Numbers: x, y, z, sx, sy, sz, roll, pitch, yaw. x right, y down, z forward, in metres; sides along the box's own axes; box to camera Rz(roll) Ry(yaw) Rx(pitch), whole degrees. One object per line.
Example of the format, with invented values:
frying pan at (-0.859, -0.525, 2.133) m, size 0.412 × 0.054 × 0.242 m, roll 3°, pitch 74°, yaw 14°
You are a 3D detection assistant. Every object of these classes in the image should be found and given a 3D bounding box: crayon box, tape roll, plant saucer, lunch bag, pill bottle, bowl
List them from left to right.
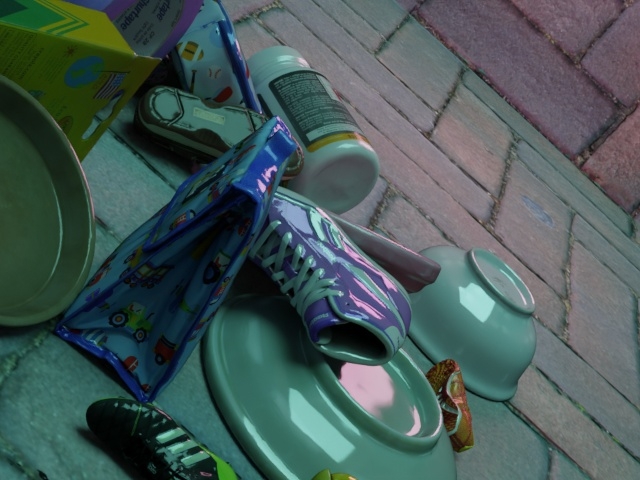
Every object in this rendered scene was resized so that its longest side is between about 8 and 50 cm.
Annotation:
plant saucer at (-0.339, -0.043, 1.195) m, size 0.278 × 0.041 × 0.278 m, roll 33°, pitch 47°, yaw -45°
crayon box at (-0.353, -0.179, 1.334) m, size 0.081 × 0.202 × 0.318 m, roll 53°, pitch 23°, yaw 22°
tape roll at (-0.278, -0.292, 1.557) m, size 0.090 × 0.275 × 0.275 m, roll 46°, pitch 22°, yaw 9°
lunch bag at (-0.183, -0.295, 1.844) m, size 0.243 × 0.115 × 0.303 m, roll 69°, pitch -3°, yaw -49°
lunch bag at (-0.121, -0.002, 1.278) m, size 0.138 × 0.293 × 0.221 m, roll 40°, pitch 22°, yaw -8°
pill bottle at (-0.029, -0.181, 1.925) m, size 0.162 × 0.162 × 0.278 m, roll 18°, pitch 34°, yaw -46°
plant saucer at (0.000, 0.000, 1.620) m, size 0.332 × 0.084 × 0.332 m, roll 25°, pitch 0°, yaw 0°
plant saucer at (0.042, 0.194, 1.457) m, size 0.400 × 0.100 × 0.400 m, roll 36°, pitch 23°, yaw -17°
bowl at (0.253, 0.105, 1.923) m, size 0.298 × 0.134 × 0.298 m, roll 35°, pitch 23°, yaw -17°

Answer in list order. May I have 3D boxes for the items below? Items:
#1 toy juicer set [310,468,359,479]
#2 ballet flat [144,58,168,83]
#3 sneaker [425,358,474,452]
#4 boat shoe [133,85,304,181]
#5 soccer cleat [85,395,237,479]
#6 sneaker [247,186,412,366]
toy juicer set at (0.031, 0.304, 1.188) m, size 0.329 × 0.089 × 0.209 m, roll 4°, pitch 37°, yaw -38°
ballet flat at (-0.332, -0.296, 1.762) m, size 0.221 × 0.077 × 0.079 m, roll 39°, pitch 40°, yaw 2°
sneaker at (0.183, 0.236, 1.689) m, size 0.067 × 0.064 × 0.175 m, roll 55°, pitch 21°, yaw -27°
boat shoe at (-0.151, -0.149, 1.726) m, size 0.257 × 0.095 × 0.095 m, roll 24°, pitch 62°, yaw -20°
soccer cleat at (-0.152, 0.214, 1.152) m, size 0.179 × 0.060 × 0.072 m, roll 37°, pitch 24°, yaw -21°
sneaker at (-0.015, 0.041, 1.394) m, size 0.282 × 0.102 × 0.161 m, roll 34°, pitch 25°, yaw -1°
